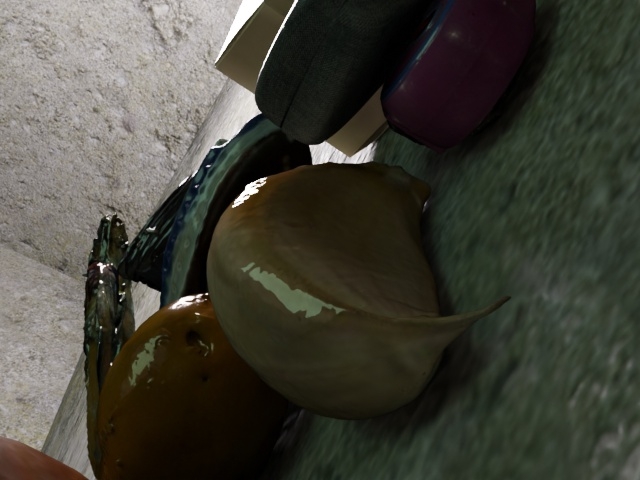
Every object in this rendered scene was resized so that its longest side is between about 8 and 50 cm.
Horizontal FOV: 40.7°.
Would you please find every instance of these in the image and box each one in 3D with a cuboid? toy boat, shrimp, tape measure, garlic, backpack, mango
[{"bbox_3d":[-0.085,-0.010,0.804,0.115,0.114,0.262,30,100,58],"label":"toy boat"},{"bbox_3d":[-0.323,0.128,1.288,0.272,0.085,0.445,102,164,-54],"label":"shrimp"},{"bbox_3d":[0.097,-0.126,0.595,0.125,0.074,0.118,-62,8,-19],"label":"tape measure"},{"bbox_3d":[0.013,0.027,0.546,0.164,0.145,0.245,-29,23,5],"label":"garlic"},{"bbox_3d":[-0.177,-0.026,1.283,0.258,0.133,0.206,-59,5,-8],"label":"backpack"},{"bbox_3d":[-0.114,0.152,0.689,0.249,0.156,0.151,-55,53,32],"label":"mango"}]

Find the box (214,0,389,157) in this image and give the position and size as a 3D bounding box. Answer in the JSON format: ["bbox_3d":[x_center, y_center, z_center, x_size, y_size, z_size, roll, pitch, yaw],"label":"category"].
[{"bbox_3d":[0.007,-0.213,0.868,0.095,0.168,0.212,-45,22,40],"label":"box"}]

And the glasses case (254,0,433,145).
[{"bbox_3d":[0.057,-0.199,0.689,0.323,0.074,0.131,-53,-5,-45],"label":"glasses case"}]

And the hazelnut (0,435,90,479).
[{"bbox_3d":[-0.247,0.287,0.554,0.366,0.365,0.366,-56,16,25],"label":"hazelnut"}]
